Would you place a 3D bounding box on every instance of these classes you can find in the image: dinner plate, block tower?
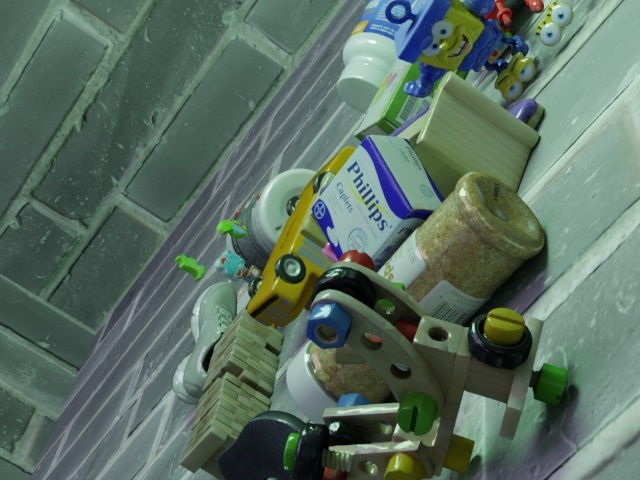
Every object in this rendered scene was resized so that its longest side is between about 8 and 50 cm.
[{"bbox_3d":[-0.163,0.134,2.439,0.141,0.017,0.141,-53,13,17],"label":"dinner plate"},{"bbox_3d":[-0.136,0.251,1.904,0.091,0.097,0.335,-50,13,27],"label":"block tower"}]

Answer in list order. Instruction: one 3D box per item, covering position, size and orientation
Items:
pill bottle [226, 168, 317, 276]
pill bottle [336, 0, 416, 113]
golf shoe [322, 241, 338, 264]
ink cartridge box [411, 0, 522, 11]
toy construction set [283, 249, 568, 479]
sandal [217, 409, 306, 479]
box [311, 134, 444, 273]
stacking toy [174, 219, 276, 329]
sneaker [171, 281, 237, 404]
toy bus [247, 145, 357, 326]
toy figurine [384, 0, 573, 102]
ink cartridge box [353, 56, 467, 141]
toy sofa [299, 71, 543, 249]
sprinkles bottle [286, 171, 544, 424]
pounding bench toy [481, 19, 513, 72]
[{"bbox_3d":[-0.072,-0.020,2.139,0.161,0.161,0.283,-62,12,-20],"label":"pill bottle"},{"bbox_3d":[0.134,-0.379,2.266,0.272,0.152,0.152,-62,14,-25],"label":"pill bottle"},{"bbox_3d":[0.108,0.003,1.495,0.306,0.140,0.115,-35,24,55],"label":"golf shoe"},{"bbox_3d":[0.248,-0.392,1.859,0.190,0.082,0.139,-24,-14,-44],"label":"ink cartridge box"},{"bbox_3d":[0.115,0.140,1.148,0.309,0.237,0.258,-42,-41,-74],"label":"toy construction set"},{"bbox_3d":[-0.070,0.281,1.608,0.054,0.097,0.254,-33,-1,-34],"label":"sandal"},{"bbox_3d":[0.070,-0.036,1.415,0.137,0.072,0.126,-52,51,34],"label":"box"},{"bbox_3d":[-0.127,0.067,2.029,0.167,0.221,0.052,-38,21,44],"label":"stacking toy"},{"bbox_3d":[-0.195,0.190,2.281,0.121,0.099,0.263,-27,41,47],"label":"sneaker"},{"bbox_3d":[0.000,0.000,1.908,0.108,0.130,0.333,-38,23,51],"label":"toy bus"},{"bbox_3d":[0.169,-0.288,1.685,0.363,0.217,0.191,-55,30,34],"label":"toy figurine"},{"bbox_3d":[0.132,-0.228,2.041,0.189,0.097,0.255,-62,15,-19],"label":"ink cartridge box"},{"bbox_3d":[0.132,-0.096,1.612,0.362,0.150,0.177,-36,25,57],"label":"toy sofa"},{"bbox_3d":[0.104,0.080,1.370,0.355,0.121,0.121,-49,15,30],"label":"sprinkles bottle"},{"bbox_3d":[0.266,-0.302,1.826,0.065,0.052,0.083,-50,15,26],"label":"pounding bench toy"}]
